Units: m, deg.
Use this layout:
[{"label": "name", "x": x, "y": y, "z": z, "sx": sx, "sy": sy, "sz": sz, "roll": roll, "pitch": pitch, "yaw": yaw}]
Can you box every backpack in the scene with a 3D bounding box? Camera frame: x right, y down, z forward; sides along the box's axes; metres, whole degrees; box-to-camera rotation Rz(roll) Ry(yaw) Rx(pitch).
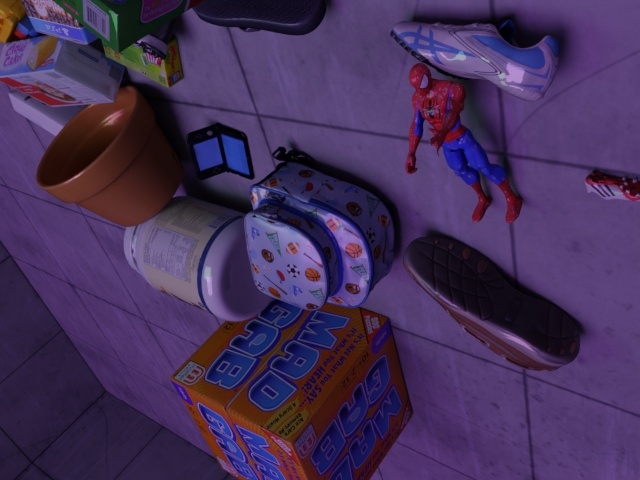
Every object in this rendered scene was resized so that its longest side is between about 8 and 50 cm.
[{"label": "backpack", "x": 0.000, "y": 0.000, "z": 1.221, "sx": 0.263, "sy": 0.213, "sz": 0.277, "roll": 13, "pitch": 135, "yaw": 24}]

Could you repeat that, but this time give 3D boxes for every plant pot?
[{"label": "plant pot", "x": -0.443, "y": -0.166, "z": 1.462, "sx": 0.290, "sy": 0.291, "sz": 0.203, "roll": 6, "pitch": 148, "yaw": 44}]

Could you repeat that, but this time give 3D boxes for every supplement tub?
[{"label": "supplement tub", "x": -0.268, "y": 0.030, "z": 1.507, "sx": 0.324, "sy": 0.235, "sz": 0.235, "roll": 17, "pitch": 139, "yaw": 36}]

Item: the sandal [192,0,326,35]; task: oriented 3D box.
[{"label": "sandal", "x": -0.104, "y": -0.357, "z": 1.024, "sx": 0.254, "sy": 0.097, "sz": 0.054, "roll": 25, "pitch": 170, "yaw": 28}]

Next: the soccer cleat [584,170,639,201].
[{"label": "soccer cleat", "x": 0.388, "y": -0.066, "z": 0.870, "sx": 0.083, "sy": 0.029, "sz": 0.036, "roll": 23, "pitch": 151, "yaw": 35}]

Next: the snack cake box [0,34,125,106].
[{"label": "snack cake box", "x": -0.572, "y": -0.367, "z": 1.448, "sx": 0.264, "sy": 0.089, "sz": 0.152, "roll": 7, "pitch": 169, "yaw": 39}]

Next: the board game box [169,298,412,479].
[{"label": "board game box", "x": -0.051, "y": 0.365, "z": 1.536, "sx": 0.356, "sy": 0.356, "sz": 0.357, "roll": 16, "pitch": 138, "yaw": 36}]

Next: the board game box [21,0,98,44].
[{"label": "board game box", "x": -0.369, "y": -0.495, "z": 1.018, "sx": 0.141, "sy": 0.232, "sz": 0.291, "roll": 22, "pitch": 143, "yaw": 31}]

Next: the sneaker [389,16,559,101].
[{"label": "sneaker", "x": 0.193, "y": -0.247, "z": 0.844, "sx": 0.237, "sy": 0.085, "sz": 0.086, "roll": 30, "pitch": 104, "yaw": 35}]

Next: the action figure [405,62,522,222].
[{"label": "action figure", "x": 0.178, "y": -0.106, "z": 0.909, "sx": 0.091, "sy": 0.139, "sz": 0.280, "roll": 1, "pitch": 138, "yaw": 44}]

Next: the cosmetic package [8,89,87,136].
[{"label": "cosmetic package", "x": -0.658, "y": -0.323, "z": 1.661, "sx": 0.239, "sy": 0.099, "sz": 0.060, "roll": 30, "pitch": 146, "yaw": 20}]

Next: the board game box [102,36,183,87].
[{"label": "board game box", "x": -0.358, "y": -0.381, "z": 1.313, "sx": 0.181, "sy": 0.043, "sz": 0.092, "roll": 29, "pitch": 144, "yaw": 22}]

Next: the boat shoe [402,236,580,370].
[{"label": "boat shoe", "x": 0.271, "y": 0.119, "z": 1.126, "sx": 0.324, "sy": 0.123, "sz": 0.116, "roll": 37, "pitch": 149, "yaw": 13}]

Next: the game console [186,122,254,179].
[{"label": "game console", "x": -0.206, "y": -0.171, "z": 1.366, "sx": 0.071, "sy": 0.107, "sz": 0.122, "roll": 55, "pitch": 160, "yaw": 41}]

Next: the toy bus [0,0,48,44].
[{"label": "toy bus", "x": -0.698, "y": -0.509, "z": 1.473, "sx": 0.211, "sy": 0.150, "sz": 0.220, "roll": 39, "pitch": 154, "yaw": -23}]

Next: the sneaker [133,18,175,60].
[{"label": "sneaker", "x": -0.357, "y": -0.418, "z": 1.226, "sx": 0.234, "sy": 0.106, "sz": 0.078, "roll": 26, "pitch": 179, "yaw": 22}]

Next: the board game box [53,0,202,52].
[{"label": "board game box", "x": -0.242, "y": -0.414, "z": 0.892, "sx": 0.242, "sy": 0.316, "sz": 0.064, "roll": 39, "pitch": 147, "yaw": 7}]
